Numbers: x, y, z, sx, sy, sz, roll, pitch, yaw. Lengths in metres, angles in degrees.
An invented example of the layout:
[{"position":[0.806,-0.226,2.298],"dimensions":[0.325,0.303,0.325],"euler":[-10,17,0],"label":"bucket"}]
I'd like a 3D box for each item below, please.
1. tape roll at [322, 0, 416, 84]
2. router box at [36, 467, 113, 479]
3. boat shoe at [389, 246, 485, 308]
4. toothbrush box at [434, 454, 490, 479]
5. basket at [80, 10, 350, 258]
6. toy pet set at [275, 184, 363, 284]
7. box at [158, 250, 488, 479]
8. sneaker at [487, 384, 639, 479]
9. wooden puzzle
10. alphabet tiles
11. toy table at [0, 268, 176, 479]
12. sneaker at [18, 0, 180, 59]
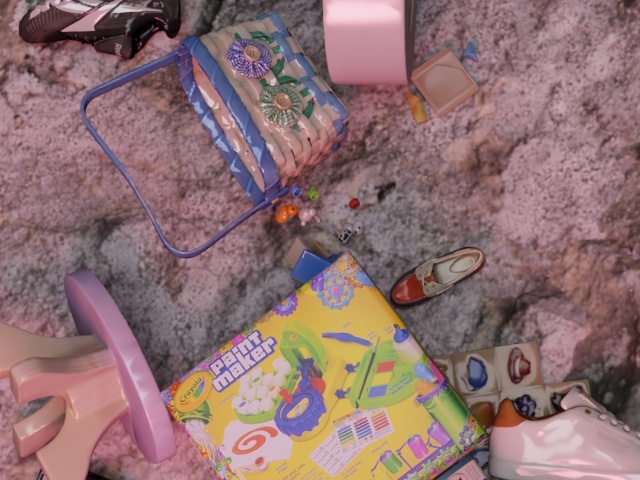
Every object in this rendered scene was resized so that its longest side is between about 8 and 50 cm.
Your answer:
[{"position":[0.066,-0.337,1.671],"dimensions":[0.100,0.286,0.286],"euler":[1,82,7],"label":"tape roll"},{"position":[-0.327,0.391,1.735],"dimensions":[0.133,0.046,0.179],"euler":[19,85,8],"label":"router box"},{"position":[0.151,0.047,1.729],"dimensions":[0.137,0.043,0.049],"euler":[-25,82,4],"label":"boat shoe"},{"position":[0.130,0.435,1.573],"dimensions":[0.295,0.126,0.216],"euler":[-37,39,-1],"label":"toothbrush box"},{"position":[-0.130,-0.148,1.707],"dimensions":[0.289,0.201,0.255],"euler":[-34,81,-9],"label":"basket"},{"position":[0.000,0.000,1.715],"dimensions":[0.065,0.122,0.114],"euler":[48,117,41],"label":"toy pet set"},{"position":[0.010,0.215,1.644],"dimensions":[0.290,0.177,0.279],"euler":[-36,80,1],"label":"box"},{"position":[0.354,0.243,1.635],"dimensions":[0.290,0.106,0.123],"euler":[4,85,8],"label":"sneaker"},{"position":[0.164,-0.211,1.778],"dimensions":[0.116,0.014,0.078],"euler":[-29,84,2],"label":"wooden puzzle"},{"position":[0.186,0.286,1.709],"dimensions":[0.342,0.011,0.285],"euler":[-9,81,5],"label":"alphabet tiles"},{"position":[-0.312,0.184,1.671],"dimensions":[0.161,0.252,0.274],"euler":[-23,57,-23],"label":"toy table"},{"position":[-0.295,-0.291,1.808],"dimensions":[0.234,0.078,0.106],"euler":[-15,78,2],"label":"sneaker"}]
